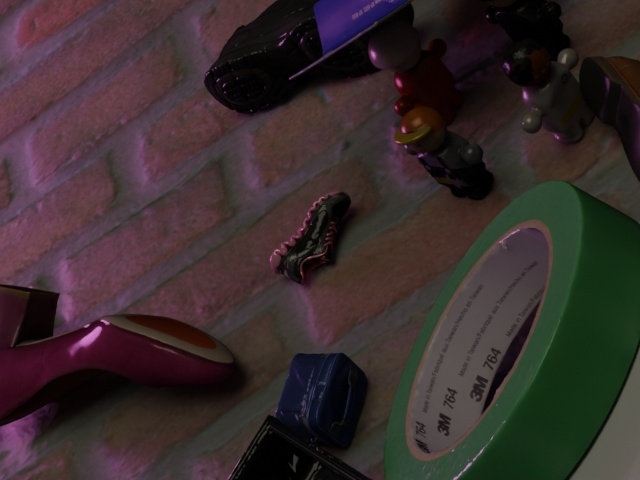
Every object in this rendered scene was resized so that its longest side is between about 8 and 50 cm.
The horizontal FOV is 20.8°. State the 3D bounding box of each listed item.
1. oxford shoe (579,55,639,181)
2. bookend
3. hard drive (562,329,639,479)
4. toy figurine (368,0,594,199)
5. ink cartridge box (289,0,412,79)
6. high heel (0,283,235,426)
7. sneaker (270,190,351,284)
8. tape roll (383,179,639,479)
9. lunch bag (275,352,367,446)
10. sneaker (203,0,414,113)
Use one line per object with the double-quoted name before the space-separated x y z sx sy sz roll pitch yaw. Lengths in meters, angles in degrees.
"oxford shoe" 0.336 -0.114 1.728 0.076 0.076 0.212 -9 49 -19
"bookend" -0.023 0.273 1.655 0.156 0.072 0.157 28 83 43
"hard drive" 0.231 0.183 1.440 0.233 0.047 0.353 -39 26 60
"toy figurine" 0.168 -0.174 1.854 0.213 0.148 0.209 -29 42 18
"ink cartridge box" 0.118 -0.306 1.916 0.371 0.069 0.176 -40 8 -35
"high heel" -0.252 0.167 1.989 0.377 0.127 0.181 11 93 41
"sneaker" 0.000 0.000 1.937 0.057 0.047 0.119 37 88 35
"tape roll" 0.170 0.103 1.556 0.321 0.077 0.321 -57 14 22
"lunch bag" 0.004 0.163 1.768 0.065 0.067 0.098 -7 56 38
"sneaker" -0.014 -0.256 2.120 0.286 0.109 0.130 -14 42 29
